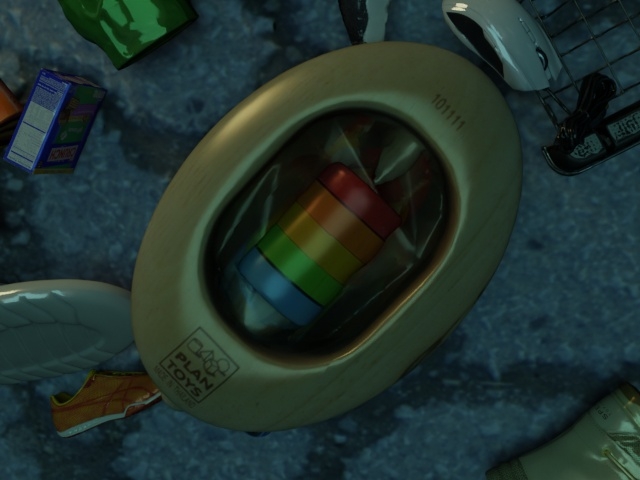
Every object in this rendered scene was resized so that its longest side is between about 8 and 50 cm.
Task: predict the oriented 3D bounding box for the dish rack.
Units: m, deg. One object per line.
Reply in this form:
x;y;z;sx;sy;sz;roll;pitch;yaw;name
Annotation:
0.281;-0.225;0.822;0.208;0.074;0.272;-28;91;8;dish rack

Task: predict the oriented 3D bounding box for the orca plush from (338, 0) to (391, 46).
0.056;-0.324;0.846;0.151;0.102;0.287;-11;111;-36;orca plush

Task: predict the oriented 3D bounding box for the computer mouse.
0.194;-0.176;0.760;0.193;0.042;0.106;45;60;5;computer mouse

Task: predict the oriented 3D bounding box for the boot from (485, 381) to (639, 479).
0.323;0.311;0.867;0.203;0.095;0.262;-34;90;9;boot

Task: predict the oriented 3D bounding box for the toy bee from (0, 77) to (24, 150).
-0.470;-0.076;0.904;0.298;0.162;0.195;-16;86;-16;toy bee

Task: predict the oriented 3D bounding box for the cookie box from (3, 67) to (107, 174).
-0.289;-0.128;0.889;0.040;0.092;0.107;28;100;6;cookie box

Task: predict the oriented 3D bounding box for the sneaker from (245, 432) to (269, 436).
-0.123;0.134;0.907;0.069;0.082;0.209;-43;89;12;sneaker

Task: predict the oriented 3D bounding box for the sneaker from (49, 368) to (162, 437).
-0.236;0.174;0.936;0.175;0.064;0.067;-20;84;6;sneaker

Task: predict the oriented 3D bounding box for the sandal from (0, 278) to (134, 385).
-0.401;0.098;0.920;0.416;0.169;0.102;-16;55;9;sandal

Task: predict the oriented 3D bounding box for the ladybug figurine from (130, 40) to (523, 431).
0.000;0.000;0.823;0.449;0.162;0.305;-43;94;4;ladybug figurine

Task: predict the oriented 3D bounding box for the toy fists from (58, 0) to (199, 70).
-0.150;-0.308;0.852;0.279;0.096;0.142;-31;102;8;toy fists
